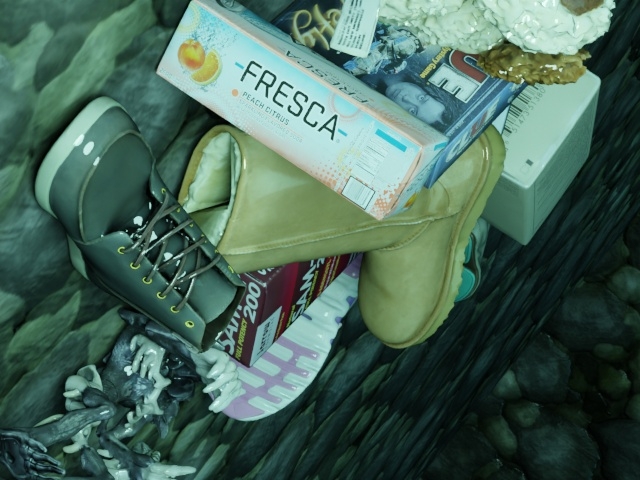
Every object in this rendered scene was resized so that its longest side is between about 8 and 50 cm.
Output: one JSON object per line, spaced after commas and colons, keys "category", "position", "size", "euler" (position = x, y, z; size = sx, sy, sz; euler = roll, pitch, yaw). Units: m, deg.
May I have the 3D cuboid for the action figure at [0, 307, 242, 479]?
{"category": "action figure", "position": [-0.135, 0.134, 1.271], "size": [0.276, 0.141, 0.164], "euler": [-36, 145, -48]}

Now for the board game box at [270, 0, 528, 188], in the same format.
{"category": "board game box", "position": [0.086, -0.163, 1.261], "size": [0.243, 0.165, 0.042], "euler": [-46, 163, -34]}

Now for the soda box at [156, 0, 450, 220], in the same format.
{"category": "soda box", "position": [-0.011, -0.087, 1.077], "size": [0.058, 0.183, 0.063], "euler": [-60, 166, 18]}

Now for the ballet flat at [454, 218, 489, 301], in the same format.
{"category": "ballet flat", "position": [0.187, 0.010, 2.159], "size": [0.068, 0.072, 0.213], "euler": [-53, 166, -25]}

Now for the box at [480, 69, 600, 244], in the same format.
{"category": "box", "position": [0.219, -0.109, 1.863], "size": [0.148, 0.121, 0.311], "euler": [-55, 168, -7]}

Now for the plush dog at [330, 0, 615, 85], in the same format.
{"category": "plush dog", "position": [0.080, -0.201, 1.129], "size": [0.211, 0.262, 0.225], "euler": [-25, 163, 18]}

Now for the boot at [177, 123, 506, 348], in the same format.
{"category": "boot", "position": [0.000, 0.000, 1.317], "size": [0.269, 0.089, 0.236], "euler": [-9, 128, -40]}

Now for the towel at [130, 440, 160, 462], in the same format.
{"category": "towel", "position": [-0.209, 0.351, 1.349], "size": [0.324, 0.056, 0.312], "euler": [-51, 159, -74]}

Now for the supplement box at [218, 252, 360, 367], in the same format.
{"category": "supplement box", "position": [-0.010, -0.014, 1.466], "size": [0.239, 0.073, 0.130], "euler": [-45, 161, -33]}

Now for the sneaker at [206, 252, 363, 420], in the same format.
{"category": "sneaker", "position": [-0.018, 0.073, 1.612], "size": [0.236, 0.095, 0.104], "euler": [-55, 173, -5]}

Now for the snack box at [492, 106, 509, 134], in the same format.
{"category": "snack box", "position": [0.139, -0.114, 1.571], "size": [0.174, 0.070, 0.207], "euler": [92, 15, -76]}

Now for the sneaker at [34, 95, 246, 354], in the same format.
{"category": "sneaker", "position": [-0.106, -0.008, 1.080], "size": [0.083, 0.118, 0.222], "euler": [-51, 165, -16]}
